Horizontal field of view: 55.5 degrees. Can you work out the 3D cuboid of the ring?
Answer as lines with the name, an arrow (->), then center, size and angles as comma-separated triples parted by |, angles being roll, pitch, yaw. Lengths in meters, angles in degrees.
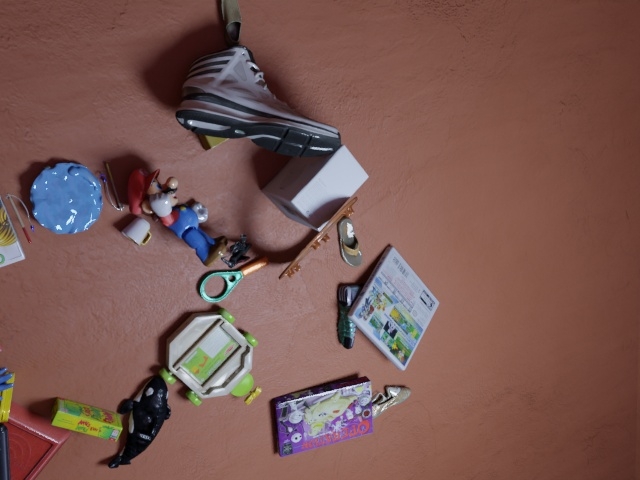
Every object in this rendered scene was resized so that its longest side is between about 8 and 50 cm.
ring -> 0.000, 0.000, 1.809 | 0.032, 0.336, 0.336 | 44, 79, 1

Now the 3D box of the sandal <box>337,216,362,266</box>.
sandal -> 0.101, 0.010, 2.013 | 0.072, 0.049, 0.180 | -22, 112, -22

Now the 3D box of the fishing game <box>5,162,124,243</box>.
fishing game -> -0.659, -0.110, 1.575 | 0.264, 0.041, 0.189 | -28, 115, -29

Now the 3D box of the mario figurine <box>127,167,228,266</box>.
mario figurine -> -0.373, -0.084, 1.642 | 0.320, 0.198, 0.170 | 43, 60, -15

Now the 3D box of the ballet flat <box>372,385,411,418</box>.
ballet flat -> 0.242, 0.576, 2.223 | 0.206, 0.073, 0.067 | -28, 106, -23

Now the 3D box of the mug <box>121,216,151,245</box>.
mug -> -0.503, -0.027, 1.678 | 0.062, 0.078, 0.064 | 34, 74, 2

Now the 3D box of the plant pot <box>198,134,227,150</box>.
plant pot -> -0.300, -0.309, 1.700 | 0.081, 0.081, 0.083 | -34, 103, -17

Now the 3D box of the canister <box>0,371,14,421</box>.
canister -> -0.877, 0.394, 1.540 | 0.169, 0.073, 0.126 | 9, 63, -27

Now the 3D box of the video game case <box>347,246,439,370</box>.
video game case -> 0.263, 0.239, 2.123 | 0.329, 0.036, 0.300 | 48, 62, -29

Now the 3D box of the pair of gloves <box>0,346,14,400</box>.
pair of gloves -> -0.871, 0.322, 1.521 | 0.159, 0.023, 0.198 | -17, 76, -35

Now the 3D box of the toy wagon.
toy wagon -> -0.316, 0.379, 1.868 | 0.267, 0.068, 0.344 | -45, 120, -11

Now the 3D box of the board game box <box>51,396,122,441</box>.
board game box -> -0.649, 0.497, 1.691 | 0.181, 0.092, 0.043 | 26, 89, -26

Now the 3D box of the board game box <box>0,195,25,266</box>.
board game box -> -0.903, 0.005, 1.460 | 0.305, 0.053, 0.193 | -22, 112, -22

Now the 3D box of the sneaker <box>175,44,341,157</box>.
sneaker -> -0.145, -0.392, 1.641 | 0.447, 0.169, 0.258 | 12, 74, -14

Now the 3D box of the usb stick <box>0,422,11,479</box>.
usb stick -> -0.849, 0.604, 1.585 | 0.077, 0.045, 0.278 | 1, 106, -13

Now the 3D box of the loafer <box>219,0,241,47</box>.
loafer -> -0.241, -0.608, 1.670 | 0.056, 0.050, 0.148 | -16, 110, -25

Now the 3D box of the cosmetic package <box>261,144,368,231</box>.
cosmetic package -> -0.018, -0.169, 1.801 | 0.225, 0.224, 0.138 | -49, 119, -9

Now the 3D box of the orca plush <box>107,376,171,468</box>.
orca plush -> -0.522, 0.548, 1.776 | 0.151, 0.102, 0.287 | 41, 82, -30

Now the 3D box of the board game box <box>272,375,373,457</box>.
board game box -> 0.014, 0.603, 2.091 | 0.346, 0.056, 0.208 | -10, 111, -18

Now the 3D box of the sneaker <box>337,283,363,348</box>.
sneaker -> 0.117, 0.258, 2.068 | 0.098, 0.083, 0.224 | -9, 106, -32

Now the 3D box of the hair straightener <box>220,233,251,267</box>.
hair straightener -> -0.241, 0.024, 1.745 | 0.047, 0.230, 0.089 | 9, 97, 9

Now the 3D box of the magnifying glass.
magnifying glass -> -0.262, 0.111, 1.855 | 0.230, 0.026, 0.092 | -28, 114, -21

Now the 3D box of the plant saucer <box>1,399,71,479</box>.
plant saucer -> -0.856, 0.575, 1.634 | 0.258, 0.047, 0.259 | 43, 80, -30
